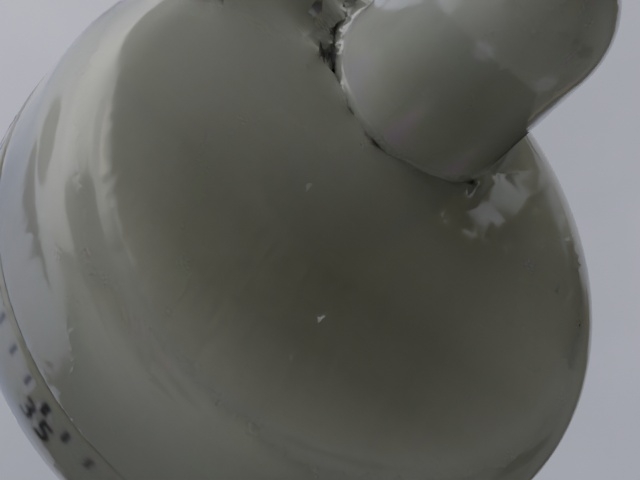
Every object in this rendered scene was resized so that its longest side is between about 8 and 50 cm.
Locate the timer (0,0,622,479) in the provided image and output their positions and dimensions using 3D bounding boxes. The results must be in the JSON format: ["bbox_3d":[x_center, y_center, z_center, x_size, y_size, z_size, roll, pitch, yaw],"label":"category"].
[{"bbox_3d":[0.000,0.000,0.715,0.233,0.233,0.240,2,-28,-32],"label":"timer"}]
